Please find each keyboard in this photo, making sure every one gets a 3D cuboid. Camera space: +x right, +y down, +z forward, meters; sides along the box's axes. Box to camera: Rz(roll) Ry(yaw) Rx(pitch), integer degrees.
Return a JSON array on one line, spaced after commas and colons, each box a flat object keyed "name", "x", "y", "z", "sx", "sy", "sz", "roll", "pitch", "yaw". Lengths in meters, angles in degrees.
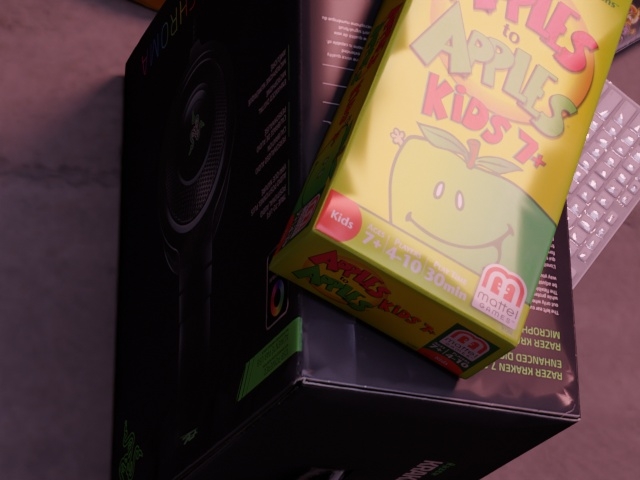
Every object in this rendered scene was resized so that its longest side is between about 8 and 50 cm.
[{"name": "keyboard", "x": 0.120, "y": -0.001, "z": 1.090, "sx": 0.072, "sy": 0.014, "sz": 0.256, "roll": 43, "pitch": 57, "yaw": -2}]

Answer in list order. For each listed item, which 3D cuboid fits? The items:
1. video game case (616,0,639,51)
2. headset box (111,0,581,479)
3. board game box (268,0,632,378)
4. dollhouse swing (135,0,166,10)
[{"name": "video game case", "x": 0.142, "y": -0.200, "z": 1.146, "sx": 0.173, "sy": 0.022, "sz": 0.190, "roll": -30, "pitch": 105, "yaw": -32}, {"name": "headset box", "x": 0.000, "y": 0.000, "z": 0.897, "sx": 0.131, "sy": 0.246, "sz": 0.283, "roll": 9, "pitch": 65, "yaw": -22}, {"name": "board game box", "x": 0.056, "y": -0.046, "z": 0.770, "sx": 0.092, "sy": 0.043, "sz": 0.181, "roll": 29, "pitch": 58, "yaw": -12}, {"name": "dollhouse swing", "x": -0.037, "y": -0.357, "z": 1.034, "sx": 0.347, "sy": 0.315, "sz": 0.305, "roll": -24, "pitch": 68, "yaw": -32}]
